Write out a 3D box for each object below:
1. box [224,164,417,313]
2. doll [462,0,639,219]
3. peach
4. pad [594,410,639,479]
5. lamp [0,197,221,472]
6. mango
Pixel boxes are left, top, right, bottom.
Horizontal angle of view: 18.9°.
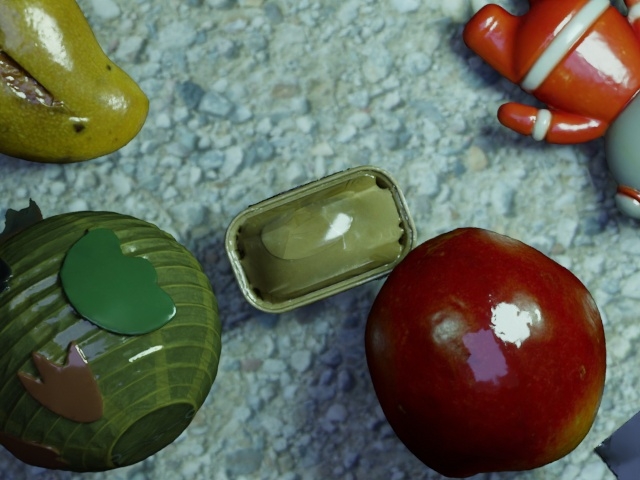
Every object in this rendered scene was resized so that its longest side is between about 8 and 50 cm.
[{"bbox_3d":[0.000,0.000,1.830,0.177,0.111,0.111,-21,91,-2],"label":"box"},{"bbox_3d":[0.299,-0.135,1.851,0.336,0.105,0.200,40,86,6],"label":"doll"},{"bbox_3d":[0.160,0.102,1.788,0.243,0.199,0.243,0,90,-25],"label":"peach"},{"bbox_3d":[0.486,0.185,1.900,0.367,0.007,0.247,-39,92,-2],"label":"pad"},{"bbox_3d":[-0.222,0.070,1.760,0.250,0.250,0.284,-33,67,-2],"label":"lamp"},{"bbox_3d":[-0.299,-0.183,1.809,0.295,0.120,0.177,43,90,-2],"label":"mango"}]
